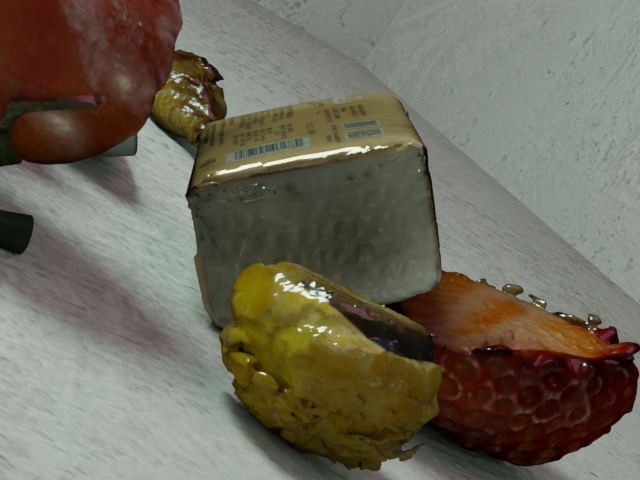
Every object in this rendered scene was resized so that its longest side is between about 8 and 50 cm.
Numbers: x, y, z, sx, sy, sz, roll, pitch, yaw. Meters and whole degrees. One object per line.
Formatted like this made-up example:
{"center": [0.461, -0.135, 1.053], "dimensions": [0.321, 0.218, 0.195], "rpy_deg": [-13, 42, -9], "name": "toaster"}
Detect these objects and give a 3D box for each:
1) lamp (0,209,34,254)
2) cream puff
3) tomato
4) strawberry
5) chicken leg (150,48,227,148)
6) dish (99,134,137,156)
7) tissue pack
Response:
{"center": [-0.262, -0.033, 1.488], "dimensions": [0.054, 0.041, 0.121], "rpy_deg": [19, 20, -28], "name": "lamp"}
{"center": [0.007, 0.100, 1.461], "dimensions": [0.189, 0.129, 0.189], "rpy_deg": [27, 5, -2], "name": "cream puff"}
{"center": [-0.258, -0.205, 1.468], "dimensions": [0.309, 0.309, 0.170], "rpy_deg": [39, -13, 24], "name": "tomato"}
{"center": [0.170, 0.137, 1.791], "dimensions": [0.253, 0.150, 0.280], "rpy_deg": [17, 15, -3], "name": "strawberry"}
{"center": [-0.147, -0.141, 2.251], "dimensions": [0.107, 0.087, 0.251], "rpy_deg": [5, 30, -26], "name": "chicken leg"}
{"center": [-0.269, -0.210, 1.893], "dimensions": [0.134, 0.273, 0.273], "rpy_deg": [-9, 22, -10], "name": "dish"}
{"center": [0.000, 0.000, 1.758], "dimensions": [0.238, 0.238, 0.305], "rpy_deg": [33, 10, -9], "name": "tissue pack"}
